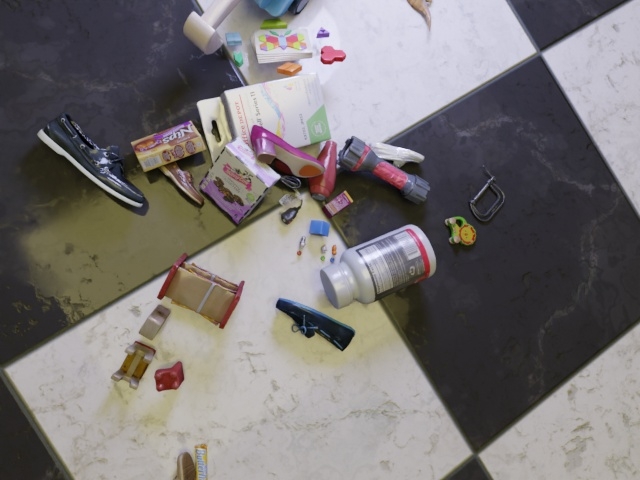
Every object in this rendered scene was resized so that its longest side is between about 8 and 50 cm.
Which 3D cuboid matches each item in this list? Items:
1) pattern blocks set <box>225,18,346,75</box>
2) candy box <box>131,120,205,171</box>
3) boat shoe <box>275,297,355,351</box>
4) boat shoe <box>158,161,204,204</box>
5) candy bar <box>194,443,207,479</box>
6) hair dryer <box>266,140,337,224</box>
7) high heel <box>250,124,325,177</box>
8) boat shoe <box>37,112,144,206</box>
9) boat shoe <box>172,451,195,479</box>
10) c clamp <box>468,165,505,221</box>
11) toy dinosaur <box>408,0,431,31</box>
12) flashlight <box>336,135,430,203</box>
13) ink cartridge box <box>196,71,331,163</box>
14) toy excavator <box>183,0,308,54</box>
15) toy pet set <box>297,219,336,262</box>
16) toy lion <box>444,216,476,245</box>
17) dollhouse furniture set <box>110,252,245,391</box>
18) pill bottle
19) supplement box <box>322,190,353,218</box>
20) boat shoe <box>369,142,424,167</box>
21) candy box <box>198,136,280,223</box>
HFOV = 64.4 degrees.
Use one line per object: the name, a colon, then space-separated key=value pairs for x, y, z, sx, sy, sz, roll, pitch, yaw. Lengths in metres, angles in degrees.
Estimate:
pattern blocks set: x=-0.115 y=-0.595 z=1.544 sx=0.325 sy=0.026 sz=0.285 roll=-18 pitch=56 yaw=-17
candy box: x=-0.439 y=-0.273 z=1.468 sx=0.187 sy=0.109 sz=0.053 roll=-25 pitch=134 yaw=-13
boat shoe: x=-0.019 y=0.252 z=1.503 sx=0.259 sy=0.109 sz=0.088 roll=26 pitch=82 yaw=-6
boat shoe: x=-0.402 y=-0.179 z=1.489 sx=0.178 sy=0.064 sz=0.060 roll=45 pitch=79 yaw=-1
candy bar: x=-0.336 y=0.655 z=1.431 sx=0.040 sy=0.018 sz=0.161 roll=-1 pitch=84 yaw=-13
hair dryer: x=-0.056 y=-0.211 z=1.560 sx=0.294 sy=0.080 sz=0.223 roll=-36 pitch=91 yaw=-15
high heel: x=-0.091 y=-0.258 z=1.468 sx=0.244 sy=0.082 sz=0.117 roll=8 pitch=56 yaw=-34
boat shoe: x=-0.614 y=-0.230 z=1.418 sx=0.340 sy=0.127 sz=0.113 roll=38 pitch=89 yaw=4
boat shoe: x=-0.380 y=0.671 z=1.398 sx=0.059 sy=0.063 sz=0.169 roll=-11 pitch=82 yaw=18
c clamp: x=0.555 y=-0.150 z=1.718 sx=0.137 sy=0.022 sz=0.160 roll=40 pitch=76 yaw=-11
toy dinosaur: x=0.341 y=-0.813 z=1.734 sx=0.112 sy=0.064 sz=0.211 roll=-42 pitch=84 yaw=4
flashlight: x=0.201 y=-0.210 z=1.583 sx=0.304 sy=0.103 sz=0.103 roll=28 pitch=75 yaw=-15
ink cartridge box: x=-0.166 y=-0.357 z=1.507 sx=0.354 sy=0.119 sz=0.206 roll=-17 pitch=105 yaw=-13
toy excavator: x=-0.179 y=-0.753 z=1.456 sx=0.222 sy=0.445 sz=0.433 roll=42 pitch=119 yaw=-5
toy pet set: x=0.000 y=0.000 z=1.555 sx=0.122 sy=0.065 sz=0.114 roll=11 pitch=81 yaw=-11
toy lion: x=0.468 y=-0.031 z=1.680 sx=0.096 sy=0.034 sz=0.100 roll=-11 pitch=86 yaw=-20
dollhouse furniture set: x=-0.390 y=0.246 z=1.422 sx=0.201 sy=0.152 sz=0.373 roll=29 pitch=96 yaw=-8
pill bottle: x=0.167 y=0.085 z=1.524 sx=0.319 sy=0.176 sz=0.176 roll=-22 pitch=89 yaw=-14
supplement box: x=0.053 y=-0.110 z=1.585 sx=0.083 sy=0.055 sz=0.043 roll=-36 pitch=91 yaw=-14
boat shoe: x=0.242 y=-0.269 z=1.642 sx=0.184 sy=0.066 sz=0.063 roll=12 pitch=95 yaw=-13
candy box: x=-0.235 y=-0.169 z=1.455 sx=0.165 sy=0.196 sz=0.070 roll=44 pitch=43 yaw=-4
